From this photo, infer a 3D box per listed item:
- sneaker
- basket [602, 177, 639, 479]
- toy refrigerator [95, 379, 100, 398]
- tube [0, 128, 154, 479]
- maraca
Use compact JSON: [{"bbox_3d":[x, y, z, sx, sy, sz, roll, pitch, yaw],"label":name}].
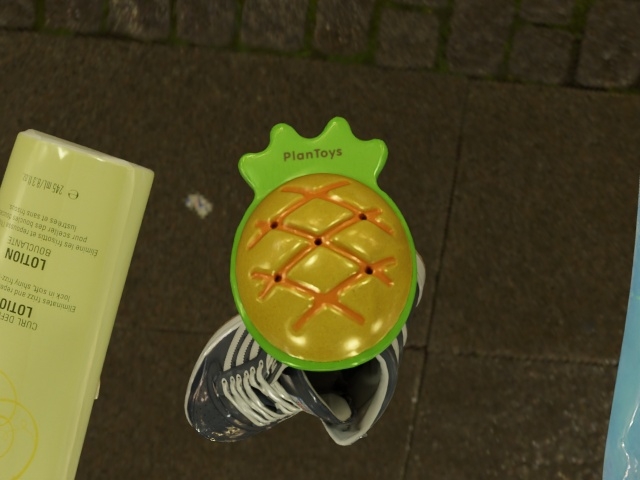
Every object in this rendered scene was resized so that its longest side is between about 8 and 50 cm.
[{"bbox_3d":[-0.032,0.120,0.980,0.099,0.153,0.282,40,122,-16],"label":"sneaker"},{"bbox_3d":[0.275,0.025,0.702,0.288,0.201,0.255,-4,105,-43],"label":"basket"},{"bbox_3d":[-0.202,0.095,0.819,0.094,0.269,0.102,8,96,-10],"label":"toy refrigerator"},{"bbox_3d":[-0.133,0.075,0.510,0.062,0.070,0.240,16,92,-35],"label":"tube"},{"bbox_3d":[0.000,0.000,0.810,0.127,0.186,0.099,-5,157,-1],"label":"maraca"}]
